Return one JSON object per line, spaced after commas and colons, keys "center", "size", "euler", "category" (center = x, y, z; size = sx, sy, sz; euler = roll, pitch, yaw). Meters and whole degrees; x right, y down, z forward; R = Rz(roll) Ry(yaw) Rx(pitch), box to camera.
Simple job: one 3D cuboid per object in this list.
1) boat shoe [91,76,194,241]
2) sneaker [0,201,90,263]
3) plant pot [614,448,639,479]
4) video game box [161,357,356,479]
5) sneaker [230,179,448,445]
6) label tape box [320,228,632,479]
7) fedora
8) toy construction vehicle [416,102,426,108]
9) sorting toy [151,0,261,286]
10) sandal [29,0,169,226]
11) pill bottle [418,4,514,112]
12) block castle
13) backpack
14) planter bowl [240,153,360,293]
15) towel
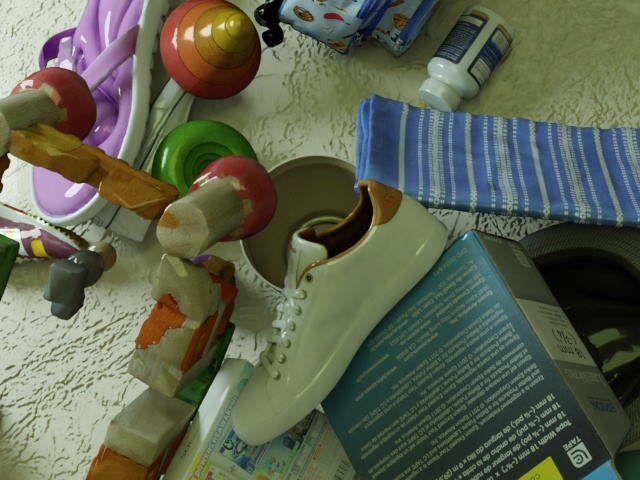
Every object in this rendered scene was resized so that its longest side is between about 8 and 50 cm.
{"center": [-0.185, -0.101, 1.725], "size": [0.076, 0.083, 0.226], "euler": [31, 77, -11], "category": "boat shoe"}
{"center": [-0.351, 0.007, 1.715], "size": [0.185, 0.069, 0.084], "euler": [22, 87, 19], "category": "sneaker"}
{"center": [0.329, 0.311, 1.415], "size": [0.290, 0.290, 0.195], "euler": [-35, 42, -4], "category": "plant pot"}
{"center": [-0.067, 0.253, 1.525], "size": [0.048, 0.187, 0.205], "euler": [1, 58, 54], "category": "video game box"}
{"center": [-0.013, 0.062, 1.447], "size": [0.123, 0.106, 0.290], "euler": [38, 91, -24], "category": "sneaker"}
{"center": [0.160, 0.195, 1.431], "size": [0.240, 0.106, 0.333], "euler": [-41, 60, 23], "category": "label tape box"}
{"center": [0.269, 0.112, 1.541], "size": [0.275, 0.124, 0.243], "euler": [-32, 65, 15], "category": "fedora"}
{"center": [0.132, -0.100, 1.692], "size": [0.098, 0.035, 0.086], "euler": [33, 80, 9], "category": "toy construction vehicle"}
{"center": [-0.110, -0.105, 1.641], "size": [0.127, 0.126, 0.365], "euler": [5, 82, -20], "category": "sorting toy"}
{"center": [-0.272, -0.209, 1.720], "size": [0.169, 0.102, 0.416], "euler": [-12, 56, 37], "category": "sandal"}
{"center": [0.164, -0.204, 1.702], "size": [0.067, 0.067, 0.120], "euler": [31, 78, 17], "category": "pill bottle"}
{"center": [-0.249, 0.082, 1.520], "size": [0.303, 0.213, 0.453], "euler": [25, 109, 9], "category": "block castle"}
{"center": [0.066, -0.347, 1.662], "size": [0.213, 0.263, 0.276], "euler": [22, 76, 2], "category": "backpack"}
{"center": [0.000, 0.000, 1.635], "size": [0.162, 0.109, 0.162], "euler": [-3, 71, 8], "category": "planter bowl"}
{"center": [0.203, -0.085, 1.563], "size": [0.336, 0.243, 0.040], "euler": [6, 115, 1], "category": "towel"}
